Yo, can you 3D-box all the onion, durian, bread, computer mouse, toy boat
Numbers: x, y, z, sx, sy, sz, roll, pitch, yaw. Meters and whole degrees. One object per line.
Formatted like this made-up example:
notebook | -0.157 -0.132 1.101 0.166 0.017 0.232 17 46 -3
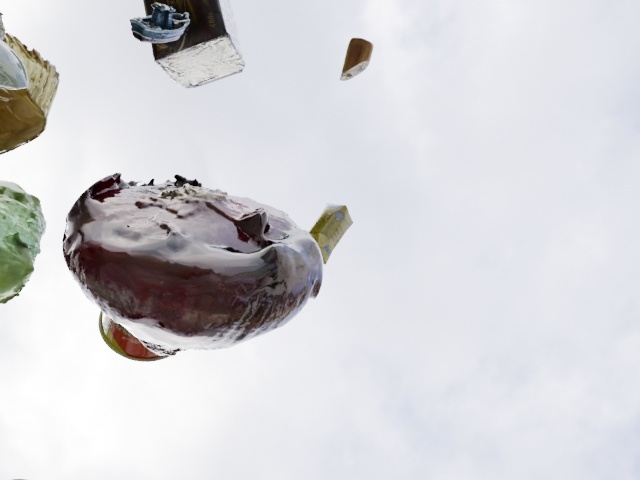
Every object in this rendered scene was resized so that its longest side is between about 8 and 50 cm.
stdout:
onion | -0.135 0.042 0.670 0.272 0.272 0.195 26 -66 31
durian | -0.585 0.015 1.012 0.340 0.255 0.204 -112 -150 -56
bread | 0.087 -0.419 1.467 0.062 0.049 0.103 17 -80 19
computer mouse | -0.447 -0.233 0.778 0.089 0.181 0.056 36 -66 21
bread | -0.563 -0.245 1.040 0.250 0.179 0.133 -18 -133 22
toy boat | -0.284 -0.392 1.124 0.060 0.137 0.061 32 -60 17

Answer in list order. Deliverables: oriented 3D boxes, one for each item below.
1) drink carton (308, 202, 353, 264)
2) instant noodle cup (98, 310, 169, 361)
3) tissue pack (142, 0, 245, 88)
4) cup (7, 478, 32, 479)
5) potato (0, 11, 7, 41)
drink carton | 0.000 0.000 1.508 0.074 0.200 0.084 12 -37 33
instant noodle cup | -0.373 0.133 1.371 0.213 0.213 0.174 51 -38 22
tissue pack | -0.336 -0.614 1.632 0.210 0.198 0.370 -18 -105 12
cup | -0.320 0.298 0.607 0.104 0.116 0.074 7 -52 -5
potato | -0.536 -0.330 0.866 0.225 0.090 0.117 34 -85 3
